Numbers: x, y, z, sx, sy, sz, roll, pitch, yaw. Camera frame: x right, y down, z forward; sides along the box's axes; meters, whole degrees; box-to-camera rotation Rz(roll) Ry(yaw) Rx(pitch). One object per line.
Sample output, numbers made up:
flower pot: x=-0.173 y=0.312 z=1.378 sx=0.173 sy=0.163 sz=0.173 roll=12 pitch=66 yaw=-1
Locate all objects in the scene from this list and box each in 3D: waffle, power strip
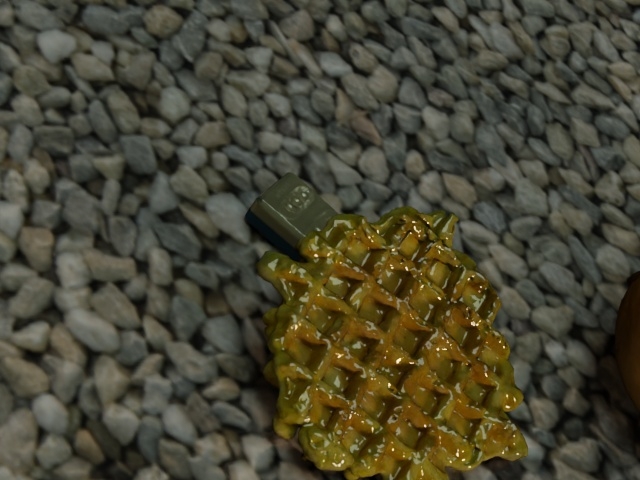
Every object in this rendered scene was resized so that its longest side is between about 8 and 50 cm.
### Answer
waffle: x=0.058 y=0.089 z=1.563 sx=0.238 sy=0.059 sz=0.243 roll=-1 pitch=68 yaw=-36
power strip: x=0.000 y=0.000 z=1.645 sx=0.123 sy=0.032 sz=0.056 roll=42 pitch=44 yaw=6

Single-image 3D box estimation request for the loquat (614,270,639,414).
loquat: x=0.364 y=0.095 z=1.675 sx=0.238 sy=0.193 sz=0.238 roll=12 pitch=49 yaw=-14
